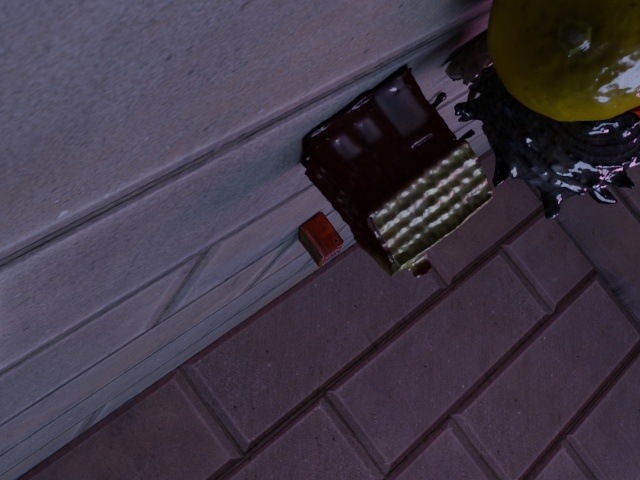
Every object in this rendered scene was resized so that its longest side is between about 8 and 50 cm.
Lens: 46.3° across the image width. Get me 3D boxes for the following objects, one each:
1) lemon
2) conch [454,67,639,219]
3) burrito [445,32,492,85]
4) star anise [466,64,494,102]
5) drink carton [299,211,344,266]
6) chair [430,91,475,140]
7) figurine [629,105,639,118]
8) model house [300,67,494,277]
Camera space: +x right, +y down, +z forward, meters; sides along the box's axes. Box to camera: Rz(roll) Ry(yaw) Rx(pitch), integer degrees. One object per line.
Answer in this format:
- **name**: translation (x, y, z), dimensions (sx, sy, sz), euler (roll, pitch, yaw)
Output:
- **lemon**: translation (0.338, -0.273, 0.933), dimensions (0.245, 0.245, 0.320), euler (-41, 179, 36)
- **conch**: translation (0.345, -0.157, 1.137), dimensions (0.241, 0.313, 0.186), euler (-74, -173, -63)
- **burrito**: translation (0.301, -0.328, 1.237), dimensions (0.229, 0.058, 0.063), euler (-38, 170, -16)
- **star anise**: translation (0.354, -0.297, 1.327), dimensions (0.196, 0.212, 0.111), euler (-10, 126, -11)
- **drink carton**: translation (0.000, 0.000, 1.871), dimensions (0.071, 0.096, 0.223), euler (-37, 176, -6)
- **chair**: translation (0.175, -0.174, 1.479), dimensions (0.113, 0.106, 0.229), euler (-30, 173, -39)
- **figurine**: translation (0.562, -0.388, 1.305), dimensions (0.306, 0.241, 0.412), euler (-59, 156, -5)
- **model house**: translation (0.119, -0.084, 1.095), dimensions (0.196, 0.254, 0.160), euler (-35, 178, -11)
